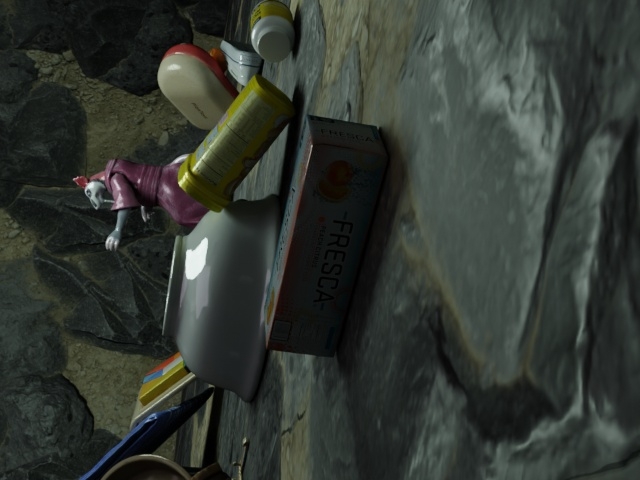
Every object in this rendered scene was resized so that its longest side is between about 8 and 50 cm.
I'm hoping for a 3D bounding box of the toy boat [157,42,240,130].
[{"bbox_3d":[-0.243,-0.350,1.846,0.231,0.150,0.151,49,-130,-54],"label":"toy boat"}]

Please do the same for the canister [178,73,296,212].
[{"bbox_3d":[-0.111,-0.133,1.143,0.170,0.073,0.126,-50,18,12],"label":"canister"}]

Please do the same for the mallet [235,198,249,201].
[{"bbox_3d":[-0.138,0.026,1.470,0.062,0.039,0.190,-126,40,-72],"label":"mallet"}]

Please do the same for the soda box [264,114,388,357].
[{"bbox_3d":[0.000,0.000,0.662,0.063,0.058,0.183,-100,21,-59],"label":"soda box"}]

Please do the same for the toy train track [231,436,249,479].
[{"bbox_3d":[-0.110,0.301,1.154,0.048,0.014,0.083,-102,23,-61],"label":"toy train track"}]

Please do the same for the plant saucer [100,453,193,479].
[{"bbox_3d":[-0.286,0.500,1.428,0.041,0.277,0.278,23,-109,-60],"label":"plant saucer"}]

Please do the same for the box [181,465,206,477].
[{"bbox_3d":[-0.305,0.513,1.631,0.247,0.163,0.142,120,154,-63],"label":"box"}]

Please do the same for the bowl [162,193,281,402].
[{"bbox_3d":[-0.146,0.072,1.195,0.298,0.134,0.298,-173,90,-80],"label":"bowl"}]

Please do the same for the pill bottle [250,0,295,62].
[{"bbox_3d":[-0.069,-0.303,1.241,0.116,0.065,0.065,-99,20,-56],"label":"pill bottle"}]

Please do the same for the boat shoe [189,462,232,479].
[{"bbox_3d":[-0.148,0.363,1.162,0.073,0.073,0.207,52,160,15],"label":"boat shoe"}]

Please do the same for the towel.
[{"bbox_3d":[-0.339,0.384,1.644,0.243,0.040,0.336,-43,-7,6],"label":"towel"}]

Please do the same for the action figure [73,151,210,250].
[{"bbox_3d":[-0.391,-0.131,2.006,0.248,0.370,0.276,-106,27,-65],"label":"action figure"}]

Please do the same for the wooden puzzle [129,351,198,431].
[{"bbox_3d":[-0.282,0.256,1.671,0.238,0.044,0.221,-41,10,-2],"label":"wooden puzzle"}]

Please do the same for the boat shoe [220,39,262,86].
[{"bbox_3d":[-0.171,-0.372,1.787,0.226,0.083,0.076,-114,34,-69],"label":"boat shoe"}]
